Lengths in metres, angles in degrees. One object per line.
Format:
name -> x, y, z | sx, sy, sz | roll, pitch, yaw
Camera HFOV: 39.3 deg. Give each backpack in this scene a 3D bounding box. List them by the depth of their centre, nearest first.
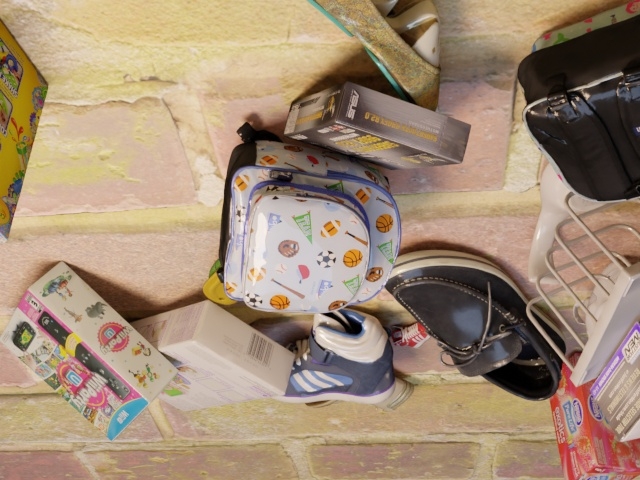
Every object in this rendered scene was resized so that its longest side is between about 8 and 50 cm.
backpack -> 0.393, -0.172, 1.169 | 0.225, 0.191, 0.253 | -18, 134, 29
backpack -> -0.012, -0.016, 1.345 | 0.263, 0.213, 0.276 | 1, 122, -14

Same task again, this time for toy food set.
toy food set -> -0.125, 0.043, 1.596 | 0.128, 0.071, 0.218 | 16, 146, -28

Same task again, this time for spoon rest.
spoon rest -> 0.402, -0.052, 1.454 | 0.137, 0.084, 0.276 | 7, 131, -11

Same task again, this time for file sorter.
file sorter -> 0.455, 0.054, 1.382 | 0.193, 0.173, 0.277 | -20, 143, -19

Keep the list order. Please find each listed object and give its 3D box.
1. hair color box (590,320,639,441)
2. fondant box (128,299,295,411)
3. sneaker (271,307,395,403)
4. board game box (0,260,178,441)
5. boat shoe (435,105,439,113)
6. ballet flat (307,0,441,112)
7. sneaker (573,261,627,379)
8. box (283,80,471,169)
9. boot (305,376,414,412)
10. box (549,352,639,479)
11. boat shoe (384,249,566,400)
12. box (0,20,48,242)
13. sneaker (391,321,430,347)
hair color box -> 0.617, 0.196, 1.394 | 0.339, 0.110, 0.185 | -7, 139, -20
fondant box -> -0.251, 0.239, 1.786 | 0.330, 0.096, 0.238 | -19, 136, 42
sneaker -> -0.010, 0.212, 1.811 | 0.323, 0.130, 0.236 | 1, 128, 23
board game box -> -0.445, 0.217, 1.706 | 0.303, 0.097, 0.224 | 42, 136, -2
boat shoe -> 0.154, -0.190, 1.292 | 0.035, 0.035, 0.100 | -19, 145, -19
ballet flat -> 0.079, -0.278, 1.104 | 0.123, 0.123, 0.348 | -23, 138, 30
sneaker -> 0.611, 0.108, 1.551 | 0.366, 0.210, 0.137 | -37, 140, 25
box -> 0.069, -0.150, 1.225 | 0.183, 0.056, 0.231 | 16, 177, -20
boot -> 0.085, 0.343, 2.008 | 0.213, 0.077, 0.165 | -30, 136, 32
box -> 0.577, 0.381, 1.891 | 0.123, 0.256, 0.128 | 10, 144, -16
boat shoe -> 0.304, 0.165, 1.684 | 0.187, 0.156, 0.500 | -26, 136, 35
box -> -0.550, -0.135, 1.171 | 0.290, 0.279, 0.177 | -9, 144, 12
sneaker -> 0.183, 0.183, 1.806 | 0.067, 0.042, 0.118 | 7, 147, -13
